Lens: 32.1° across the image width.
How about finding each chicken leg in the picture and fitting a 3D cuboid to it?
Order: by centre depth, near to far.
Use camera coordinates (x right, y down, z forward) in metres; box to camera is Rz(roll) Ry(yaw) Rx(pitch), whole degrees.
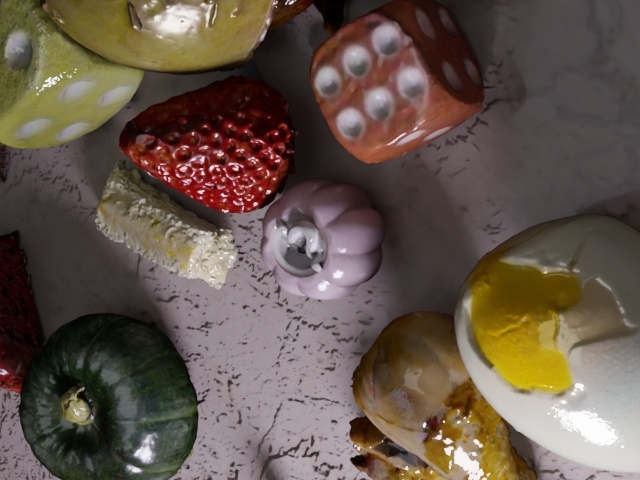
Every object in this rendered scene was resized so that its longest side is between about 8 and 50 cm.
[{"bbox_3d":[0.180,0.295,1.544,0.295,0.182,0.409,-35,96,37],"label":"chicken leg"}]

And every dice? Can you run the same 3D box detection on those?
[{"bbox_3d":[0.103,-0.210,1.473,0.175,0.179,0.174,-27,88,27],"label":"dice"},{"bbox_3d":[-0.429,-0.292,1.719,0.233,0.238,0.226,-36,79,28],"label":"dice"}]

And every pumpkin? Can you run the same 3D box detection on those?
[{"bbox_3d":[-0.338,0.266,1.769,0.300,0.207,0.300,1,93,20],"label":"pumpkin"}]

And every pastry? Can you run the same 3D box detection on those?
[{"bbox_3d":[-0.249,-0.014,1.753,0.258,0.089,0.121,33,124,24],"label":"pastry"}]

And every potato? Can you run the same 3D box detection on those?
[{"bbox_3d":[-0.250,-0.448,1.485,0.385,0.319,0.442,-28,73,53],"label":"potato"}]

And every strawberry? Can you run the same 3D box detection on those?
[{"bbox_3d":[-0.160,-0.139,1.561,0.205,0.244,0.205,-6,83,60],"label":"strawberry"}]

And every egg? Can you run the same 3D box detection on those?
[{"bbox_3d":[0.332,0.129,1.344,0.345,0.283,0.283,47,116,7],"label":"egg"}]

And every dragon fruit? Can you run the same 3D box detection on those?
[{"bbox_3d":[-0.572,0.124,1.912,0.240,0.302,0.330,-37,95,-4],"label":"dragon fruit"}]

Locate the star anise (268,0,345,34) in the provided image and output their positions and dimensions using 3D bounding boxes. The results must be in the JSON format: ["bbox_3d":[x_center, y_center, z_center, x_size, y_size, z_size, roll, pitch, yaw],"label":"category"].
[{"bbox_3d":[-0.011,-0.423,1.522,0.237,0.148,0.346,42,131,18],"label":"star anise"}]

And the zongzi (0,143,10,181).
[{"bbox_3d":[-0.564,-0.151,1.921,0.073,0.067,0.083,-23,69,36],"label":"zongzi"}]

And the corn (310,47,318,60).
[{"bbox_3d":[0.021,-0.266,1.599,0.083,0.027,0.028,-3,75,28],"label":"corn"}]

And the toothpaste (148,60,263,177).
[{"bbox_3d":[-0.177,-0.177,1.709,0.234,0.057,0.089,-32,84,21],"label":"toothpaste"}]

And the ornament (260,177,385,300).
[{"bbox_3d":[-0.001,0.000,1.573,0.177,0.177,0.177,4,99,28],"label":"ornament"}]
